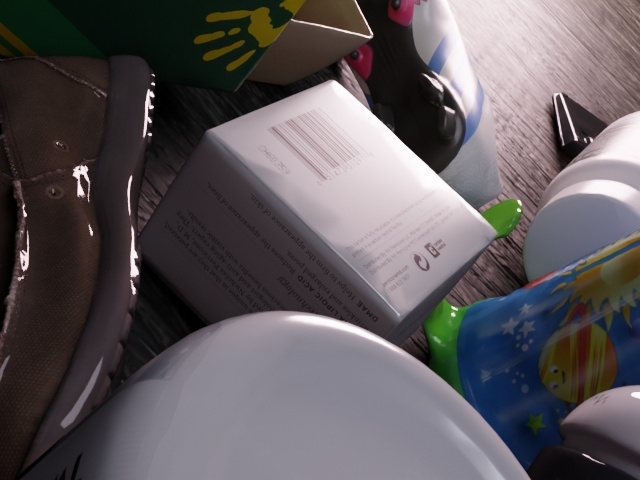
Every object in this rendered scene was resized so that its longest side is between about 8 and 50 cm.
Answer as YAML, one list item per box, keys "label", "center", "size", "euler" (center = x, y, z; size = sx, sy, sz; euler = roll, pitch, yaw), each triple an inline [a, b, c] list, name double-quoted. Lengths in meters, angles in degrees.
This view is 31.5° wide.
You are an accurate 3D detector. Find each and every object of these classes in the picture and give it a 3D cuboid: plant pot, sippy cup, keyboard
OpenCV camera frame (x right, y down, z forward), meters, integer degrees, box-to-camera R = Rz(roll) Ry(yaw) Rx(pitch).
- label: "plant pot"
  center: [-0.040, -0.196, 0.994]
  size: [0.109, 0.096, 0.109]
  euler: [2, 56, -48]
- label: "sippy cup"
  center: [0.244, 0.104, 0.913]
  size: [0.305, 0.224, 0.240]
  euler: [18, 45, -36]
- label: "keyboard"
  center: [0.410, -0.048, 1.403]
  size: [0.317, 0.033, 0.202]
  euler: [30, 33, -24]

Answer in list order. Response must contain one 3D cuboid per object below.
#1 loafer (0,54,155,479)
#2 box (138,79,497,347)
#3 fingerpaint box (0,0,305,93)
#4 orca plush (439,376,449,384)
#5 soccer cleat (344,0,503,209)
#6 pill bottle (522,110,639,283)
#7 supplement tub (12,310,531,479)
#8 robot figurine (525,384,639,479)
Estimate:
- label: "loafer"
  center: [-0.172, 0.016, 0.652]
  size: [0.130, 0.134, 0.366]
  euler: [8, 37, -12]
- label: "box"
  center: [0.000, 0.000, 0.815]
  size: [0.182, 0.119, 0.181]
  euler: [44, 34, 9]
- label: "fingerpaint box"
  center: [-0.248, -0.331, 0.812]
  size: [0.371, 0.163, 0.445]
  euler: [1, 51, -47]
- label: "orca plush"
  center: [0.043, 0.159, 0.747]
  size: [0.151, 0.102, 0.287]
  euler: [55, 36, 8]
- label: "soccer cleat"
  center: [0.093, -0.169, 1.122]
  size: [0.143, 0.116, 0.331]
  euler: [33, 38, -48]
- label: "pill bottle"
  center: [0.314, -0.026, 1.163]
  size: [0.161, 0.161, 0.283]
  euler: [51, 35, 3]
- label: "supplement tub"
  center: [-0.072, 0.180, 0.418]
  size: [0.193, 0.316, 0.194]
  euler: [29, 39, -27]
- label: "robot figurine"
  center: [0.186, 0.227, 0.719]
  size: [0.209, 0.278, 0.173]
  euler: [27, -14, 35]
